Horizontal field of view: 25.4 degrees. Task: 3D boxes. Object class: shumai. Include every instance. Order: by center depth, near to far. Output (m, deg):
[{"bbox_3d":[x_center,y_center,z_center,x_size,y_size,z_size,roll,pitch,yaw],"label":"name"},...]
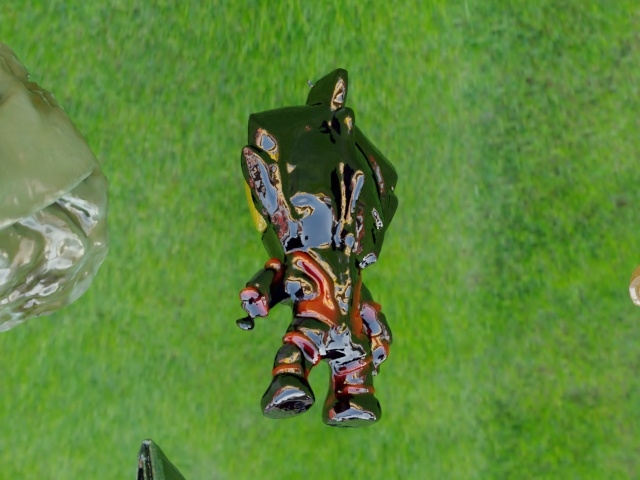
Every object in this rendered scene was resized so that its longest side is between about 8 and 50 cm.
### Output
[{"bbox_3d":[-0.304,-0.053,1.167,0.330,0.292,0.288,38,160,-17],"label":"shumai"}]

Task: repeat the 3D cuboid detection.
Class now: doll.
[{"bbox_3d":[-0.003,0.000,0.960,0.088,0.249,0.127,-9,161,21],"label":"doll"}]

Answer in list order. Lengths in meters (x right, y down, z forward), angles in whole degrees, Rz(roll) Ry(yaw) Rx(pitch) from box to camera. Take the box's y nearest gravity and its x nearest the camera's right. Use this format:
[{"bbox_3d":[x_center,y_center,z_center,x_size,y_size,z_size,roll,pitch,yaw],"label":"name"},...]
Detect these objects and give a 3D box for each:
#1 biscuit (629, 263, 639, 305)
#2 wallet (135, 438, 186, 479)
[{"bbox_3d":[0.329,0.030,1.251,0.118,0.023,0.140,30,142,-23],"label":"biscuit"},{"bbox_3d":[-0.146,0.317,1.455,0.055,0.160,0.236,-7,149,4],"label":"wallet"}]
